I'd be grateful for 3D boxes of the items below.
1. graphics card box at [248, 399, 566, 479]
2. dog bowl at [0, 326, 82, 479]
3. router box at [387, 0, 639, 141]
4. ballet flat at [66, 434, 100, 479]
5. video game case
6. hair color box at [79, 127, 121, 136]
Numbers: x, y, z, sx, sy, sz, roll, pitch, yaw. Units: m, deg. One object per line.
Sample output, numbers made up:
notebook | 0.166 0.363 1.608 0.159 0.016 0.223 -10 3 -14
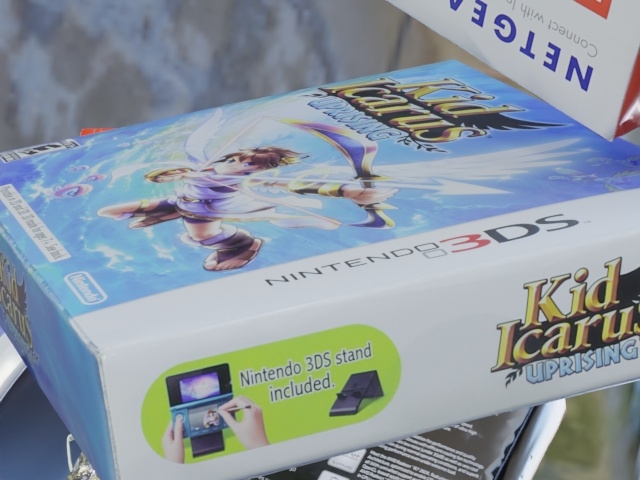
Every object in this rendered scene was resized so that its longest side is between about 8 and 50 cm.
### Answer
graphics card box | 0.010 0.211 1.456 0.371 0.233 0.094 -59 154 -31
dog bowl | -0.252 0.116 1.596 0.265 0.104 0.265 -49 162 -22
router box | 0.036 -0.249 0.706 0.082 0.335 0.301 -26 141 -38
ballet flat | -0.170 0.144 1.476 0.114 0.041 0.041 -80 160 -44
video game case | 0.000 0.000 0.767 0.244 0.269 0.061 -12 110 -18
hair color box | -0.086 -0.039 1.290 0.072 0.141 0.043 69 26 -54
